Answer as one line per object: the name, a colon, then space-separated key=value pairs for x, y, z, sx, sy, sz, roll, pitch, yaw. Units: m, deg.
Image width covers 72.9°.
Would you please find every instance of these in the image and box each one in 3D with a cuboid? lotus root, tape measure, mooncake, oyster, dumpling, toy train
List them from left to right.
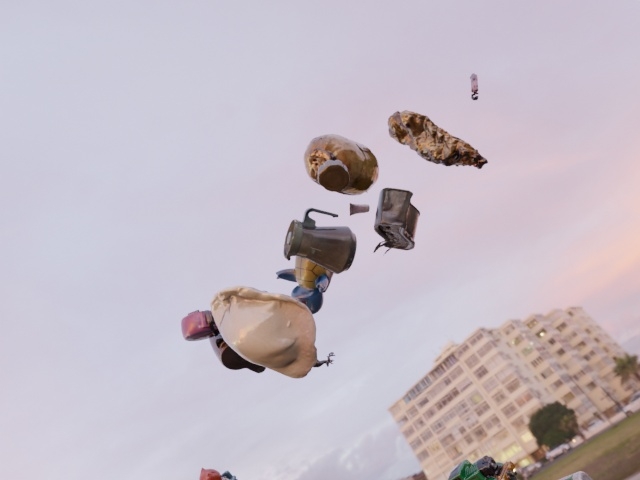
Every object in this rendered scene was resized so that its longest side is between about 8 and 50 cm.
tape measure: x=-0.334 y=0.243 z=1.243 sx=0.119 sy=0.074 sz=0.125 roll=-20 pitch=-23 yaw=9
dumpling: x=-0.101 y=0.146 z=0.772 sx=0.124 sy=0.229 sz=0.151 roll=-48 pitch=-17 yaw=-59
lotus root: x=0.062 y=-0.193 z=1.130 sx=0.146 sy=0.160 sz=0.284 roll=-53 pitch=-19 yaw=22
mooncake: x=0.093 y=-0.045 z=0.872 sx=0.151 sy=0.057 sz=0.346 roll=-8 pitch=-31 yaw=6
oyster: x=0.349 y=-0.302 z=1.335 sx=0.079 sy=0.345 sz=0.128 roll=-38 pitch=-29 yaw=-37
toy train: x=0.447 y=0.666 z=1.198 sx=0.091 sy=0.136 sz=0.227 roll=-29 pitch=-28 yaw=-45

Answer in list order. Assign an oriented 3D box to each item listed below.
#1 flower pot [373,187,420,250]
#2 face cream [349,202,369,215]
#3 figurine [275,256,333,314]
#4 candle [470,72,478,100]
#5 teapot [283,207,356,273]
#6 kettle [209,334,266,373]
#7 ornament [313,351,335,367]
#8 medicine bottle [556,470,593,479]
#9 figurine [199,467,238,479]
flower pot: x=0.219 y=-0.055 z=1.235 sx=0.103 sy=0.108 sz=0.229 roll=6 pitch=-16 yaw=22
face cream: x=0.114 y=-0.094 z=1.290 sx=0.115 sy=0.020 sz=0.038 roll=-9 pitch=-80 yaw=-56
figurine: x=-0.040 y=0.105 z=1.878 sx=0.243 sy=0.298 sz=0.415 roll=42 pitch=-115 yaw=-51
candle: x=0.412 y=-0.416 z=1.163 sx=0.021 sy=0.167 sz=0.026 roll=-6 pitch=-55 yaw=23
teapot: x=0.000 y=0.000 z=1.481 sx=0.226 sy=0.171 sz=0.203 roll=13 pitch=-84 yaw=-16
kettle: x=-0.264 y=0.324 z=1.371 sx=0.144 sy=0.232 sz=0.202 roll=-44 pitch=-64 yaw=-1
ornament: x=-0.012 y=0.363 z=1.333 sx=0.125 sy=0.073 sz=0.028 roll=-10 pitch=-52 yaw=-28
medicine bottle: x=0.432 y=0.527 z=0.858 sx=0.092 sy=0.061 sz=0.220 roll=17 pitch=-51 yaw=-32
figurine: x=-0.344 y=0.810 z=1.455 sx=0.140 sy=0.075 sz=0.068 roll=36 pitch=-68 yaw=-13
